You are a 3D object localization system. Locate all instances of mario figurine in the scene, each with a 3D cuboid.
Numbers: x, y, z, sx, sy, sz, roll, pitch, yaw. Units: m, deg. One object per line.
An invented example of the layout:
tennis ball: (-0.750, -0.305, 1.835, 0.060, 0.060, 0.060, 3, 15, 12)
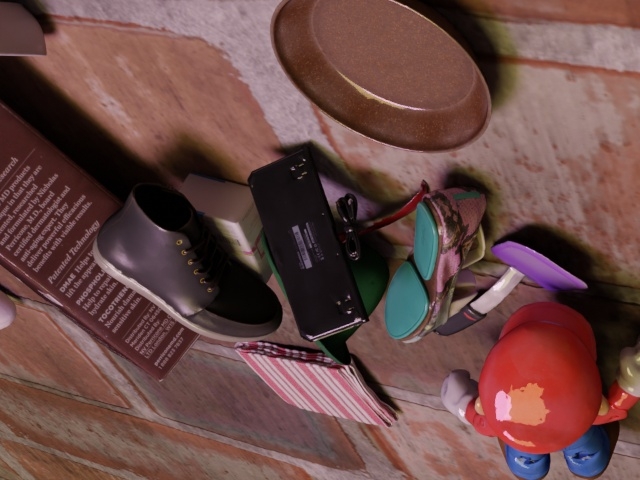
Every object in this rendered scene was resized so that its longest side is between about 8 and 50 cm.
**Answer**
mario figurine: (0.236, 0.141, 1.385, 0.170, 0.198, 0.320, 51, 174, 26)

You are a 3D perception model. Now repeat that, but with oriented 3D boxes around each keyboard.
keyboard: (0.000, 0.000, 1.325, 0.108, 0.023, 0.180, -23, 85, 33)

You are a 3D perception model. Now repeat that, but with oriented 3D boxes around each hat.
hat: (0.057, 0.016, 1.423, 0.173, 0.183, 0.208, 54, -171, -22)

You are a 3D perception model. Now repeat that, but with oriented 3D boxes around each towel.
towel: (-0.005, 0.185, 1.786, 0.197, 0.029, 0.144, 7, 147, 41)

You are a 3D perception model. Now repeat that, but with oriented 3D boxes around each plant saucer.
plant saucer: (0.054, -0.149, 1.123, 0.199, 0.036, 0.198, 23, 153, 12)

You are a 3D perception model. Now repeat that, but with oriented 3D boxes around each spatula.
spatula: (0.171, 0.056, 1.381, 0.084, 0.030, 0.296, 33, 154, -7)

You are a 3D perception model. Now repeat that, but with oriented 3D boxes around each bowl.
bowl: (-0.353, -0.211, 1.329, 0.142, 0.053, 0.142, 13, -168, 28)

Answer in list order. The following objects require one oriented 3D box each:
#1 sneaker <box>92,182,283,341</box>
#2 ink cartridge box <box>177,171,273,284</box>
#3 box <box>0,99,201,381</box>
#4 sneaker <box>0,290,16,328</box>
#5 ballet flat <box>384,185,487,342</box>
sneaker: (-0.125, 0.028, 1.439, 0.222, 0.083, 0.118, 26, 142, -13)
ink cartridge box: (-0.101, -0.012, 1.497, 0.088, 0.052, 0.122, 16, 150, 25)
box: (-0.305, -0.013, 1.547, 0.381, 0.143, 0.191, 43, 168, -24)
sneaker: (-0.547, 0.056, 2.031, 0.212, 0.080, 0.094, 31, 142, -3)
ballet flat: (0.119, 0.026, 1.316, 0.079, 0.077, 0.221, -12, 146, -17)
